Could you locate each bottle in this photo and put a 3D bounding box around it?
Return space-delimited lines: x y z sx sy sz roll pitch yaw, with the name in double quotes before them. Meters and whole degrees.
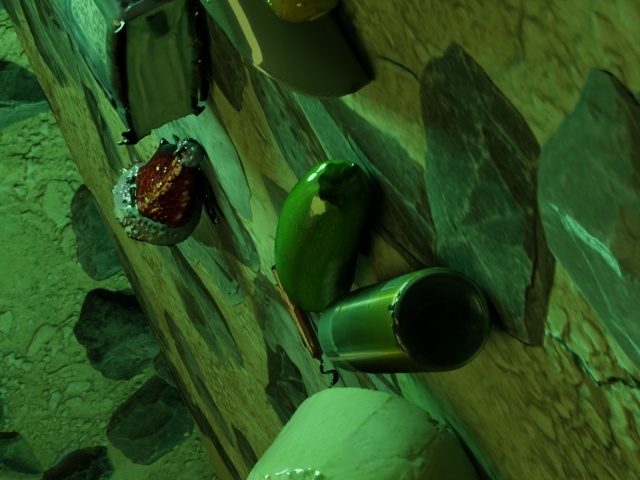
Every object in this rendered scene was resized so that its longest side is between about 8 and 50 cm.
"bottle" 0.063 0.074 1.180 0.082 0.082 0.286 62 167 -1

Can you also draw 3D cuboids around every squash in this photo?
"squash" -0.002 0.000 1.279 0.082 0.082 0.292 58 166 16

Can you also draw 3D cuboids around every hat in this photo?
"hat" -0.202 -0.088 1.854 0.227 0.129 0.140 131 134 -57

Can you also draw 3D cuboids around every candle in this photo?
"candle" -0.020 0.104 1.683 0.026 0.021 0.167 -11 107 55

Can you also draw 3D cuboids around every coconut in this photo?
"coconut" 0.045 0.273 1.357 0.239 0.244 0.239 15 124 23

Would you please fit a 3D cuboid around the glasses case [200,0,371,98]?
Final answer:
"glasses case" -0.074 -0.238 1.053 0.308 0.083 0.128 64 166 -8

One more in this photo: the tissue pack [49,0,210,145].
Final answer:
"tissue pack" -0.258 -0.317 1.521 0.361 0.122 0.259 58 165 21

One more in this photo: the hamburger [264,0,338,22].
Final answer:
"hamburger" -0.021 -0.216 0.910 0.138 0.083 0.147 52 167 19
